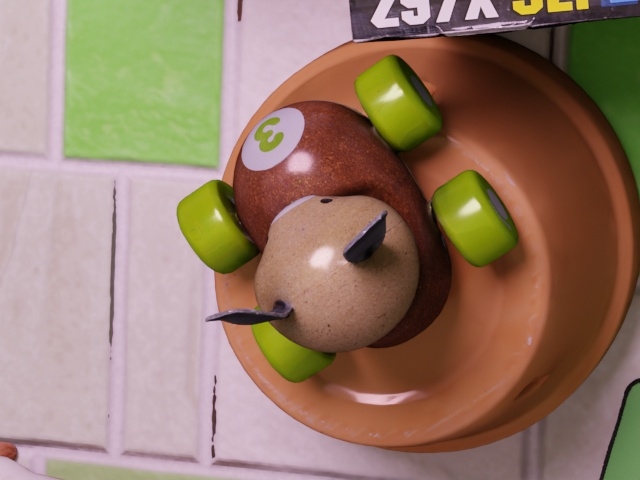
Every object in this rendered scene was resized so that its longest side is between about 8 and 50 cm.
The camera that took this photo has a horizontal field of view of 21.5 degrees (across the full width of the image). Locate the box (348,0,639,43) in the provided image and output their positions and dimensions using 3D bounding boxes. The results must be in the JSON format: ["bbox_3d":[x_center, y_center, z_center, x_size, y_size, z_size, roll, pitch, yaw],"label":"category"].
[{"bbox_3d":[0.169,-0.166,0.961,0.257,0.322,0.079,-2,99,13],"label":"box"}]

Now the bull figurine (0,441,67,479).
[{"bbox_3d":[-0.174,0.246,1.212,0.310,0.101,0.188,9,103,12],"label":"bull figurine"}]

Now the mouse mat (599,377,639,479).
[{"bbox_3d":[0.241,0.185,1.087,0.153,0.007,0.189,7,71,40],"label":"mouse mat"}]

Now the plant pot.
[{"bbox_3d":[0.054,0.012,1.074,0.291,0.203,0.290,2,99,13],"label":"plant pot"}]

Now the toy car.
[{"bbox_3d":[0.000,0.000,0.881,0.155,0.188,0.149,-34,90,15],"label":"toy car"}]
